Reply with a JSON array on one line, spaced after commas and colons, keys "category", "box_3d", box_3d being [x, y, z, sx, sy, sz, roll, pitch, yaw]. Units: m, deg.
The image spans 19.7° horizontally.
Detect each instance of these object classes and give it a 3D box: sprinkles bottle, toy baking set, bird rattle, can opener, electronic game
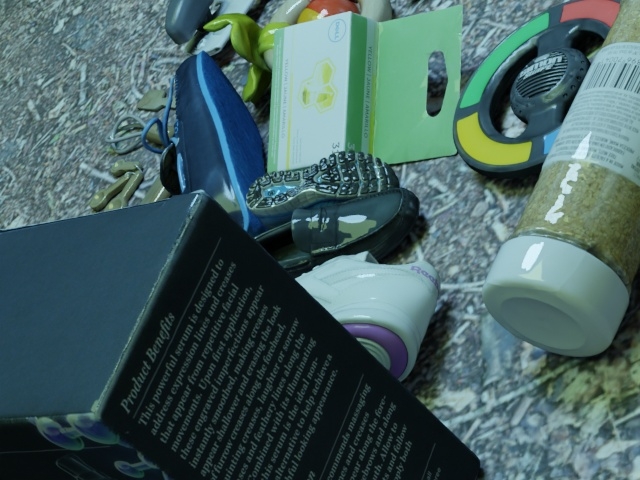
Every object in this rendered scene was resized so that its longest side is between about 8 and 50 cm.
[{"category": "sprinkles bottle", "box_3d": [0.265, -0.071, 1.648, 0.121, 0.121, 0.355, -2, 52, 47]}, {"category": "toy baking set", "box_3d": [-0.210, -0.125, 2.315, 0.196, 0.030, 0.256, -21, 40, 33]}, {"category": "bird rattle", "box_3d": [0.003, -0.258, 2.188, 0.253, 0.143, 0.207, -39, 42, -15]}, {"category": "can opener", "box_3d": [-0.101, -0.356, 2.391, 0.076, 0.095, 0.283, 5, 58, 49]}, {"category": "electronic game", "box_3d": [0.230, -0.155, 1.847, 0.229, 0.048, 0.229, -29, 36, 24]}]

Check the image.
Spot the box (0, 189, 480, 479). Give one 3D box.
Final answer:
[{"category": "box", "box_3d": [-0.111, 0.171, 1.543, 0.293, 0.395, 0.212, -9, 47, 43]}]

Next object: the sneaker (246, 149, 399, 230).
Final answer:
[{"category": "sneaker", "box_3d": [0.007, -0.045, 1.957, 0.162, 0.073, 0.063, -9, 49, 13]}]

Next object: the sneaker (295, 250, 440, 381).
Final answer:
[{"category": "sneaker", "box_3d": [-0.010, 0.089, 1.813, 0.305, 0.114, 0.152, -9, 33, 37]}]

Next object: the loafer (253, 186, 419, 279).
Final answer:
[{"category": "loafer", "box_3d": [0.000, 0.000, 1.901, 0.223, 0.078, 0.076, -26, 38, 27]}]

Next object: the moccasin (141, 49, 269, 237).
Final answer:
[{"category": "moccasin", "box_3d": [-0.140, -0.094, 2.103, 0.117, 0.138, 0.342, -33, 34, 15]}]

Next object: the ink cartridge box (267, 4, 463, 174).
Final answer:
[{"category": "ink cartridge box", "box_3d": [0.045, -0.162, 1.994, 0.235, 0.056, 0.171, -8, 74, 45]}]
